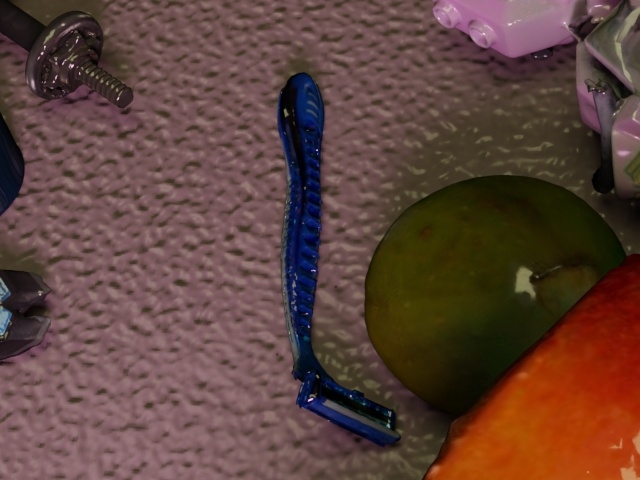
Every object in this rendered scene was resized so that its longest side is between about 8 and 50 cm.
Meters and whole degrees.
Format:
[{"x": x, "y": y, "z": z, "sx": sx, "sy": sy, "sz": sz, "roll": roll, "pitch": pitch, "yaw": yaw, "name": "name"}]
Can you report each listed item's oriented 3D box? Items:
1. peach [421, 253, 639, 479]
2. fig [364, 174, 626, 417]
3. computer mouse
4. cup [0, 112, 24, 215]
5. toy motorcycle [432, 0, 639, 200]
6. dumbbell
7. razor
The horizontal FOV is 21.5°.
[{"x": 0.207, "y": 0.214, "z": 0.947, "sx": 0.310, "sy": 0.335, "sz": 0.406, "roll": 37, "pitch": 77, "yaw": 24, "name": "peach"}, {"x": 0.129, "y": 0.040, "z": 1.165, "sx": 0.181, "sy": 0.191, "sz": 0.181, "roll": 3, "pitch": 82, "yaw": -21, "name": "fig"}, {"x": -0.269, "y": 0.057, "z": 1.270, "sx": 0.135, "sy": 0.047, "sz": 0.079, "roll": -5, "pitch": 70, "yaw": -9, "name": "computer mouse"}, {"x": -0.319, "y": -0.090, "z": 1.310, "sx": 0.150, "sy": 0.138, "sz": 0.113, "roll": 16, "pitch": 62, "yaw": 16, "name": "cup"}, {"x": 0.215, "y": -0.140, "z": 1.279, "sx": 0.327, "sy": 0.143, "sz": 0.188, "roll": 34, "pitch": 68, "yaw": 31, "name": "toy motorcycle"}, {"x": -0.251, "y": -0.178, "z": 1.391, "sx": 0.254, "sy": 0.081, "sz": 0.081, "roll": 34, "pitch": 68, "yaw": 23, "name": "dumbbell"}, {"x": -0.009, "y": 0.006, "z": 1.270, "sx": 0.056, "sy": 0.093, "sz": 0.324, "roll": -32, "pitch": 49, "yaw": 29, "name": "razor"}]
